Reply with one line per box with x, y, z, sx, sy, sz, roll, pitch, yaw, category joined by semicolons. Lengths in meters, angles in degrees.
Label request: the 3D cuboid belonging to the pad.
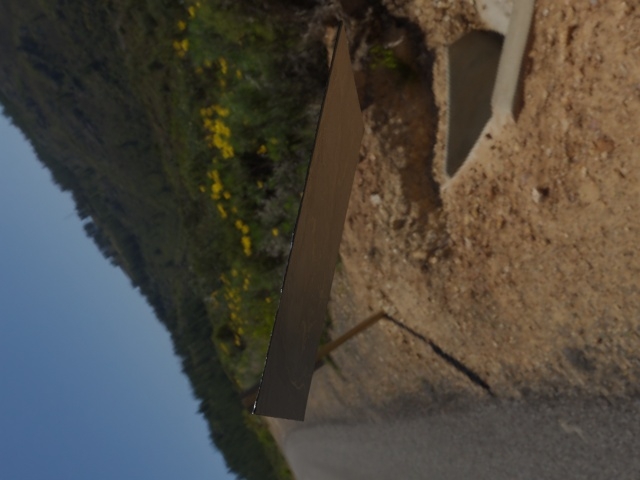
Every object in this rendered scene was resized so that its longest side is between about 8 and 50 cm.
0.000;0.000;0.765;0.007;0.367;0.247;9;166;11;pad
